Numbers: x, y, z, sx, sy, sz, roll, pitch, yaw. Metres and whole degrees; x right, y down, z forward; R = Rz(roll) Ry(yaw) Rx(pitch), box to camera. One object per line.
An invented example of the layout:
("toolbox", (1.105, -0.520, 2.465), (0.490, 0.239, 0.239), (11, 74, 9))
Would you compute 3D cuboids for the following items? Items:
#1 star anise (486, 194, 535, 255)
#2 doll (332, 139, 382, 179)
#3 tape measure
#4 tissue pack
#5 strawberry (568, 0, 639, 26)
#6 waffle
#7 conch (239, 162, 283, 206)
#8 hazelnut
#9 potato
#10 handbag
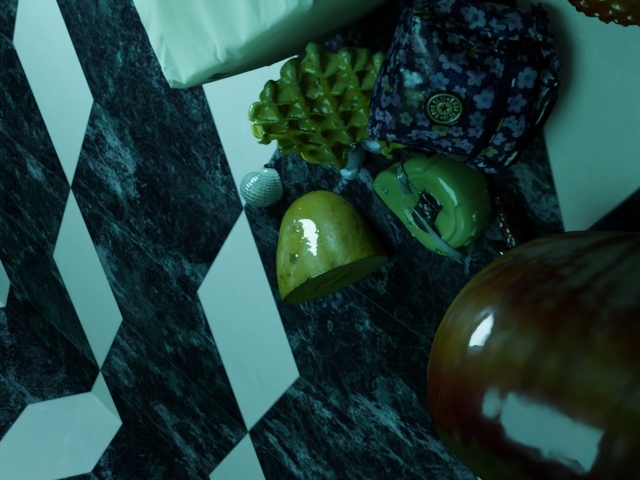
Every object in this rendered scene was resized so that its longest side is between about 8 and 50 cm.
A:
("star anise", (0.282, 0.056, 1.351), (0.212, 0.053, 0.157), (46, 144, 16))
("doll", (0.051, -0.162, 1.464), (0.120, 0.075, 0.179), (57, 147, -2))
("tape measure", (0.166, -0.058, 1.386), (0.177, 0.087, 0.154), (49, 145, 11))
("tissue pack", (-0.029, -0.355, 1.220), (0.380, 0.297, 0.207), (-17, 98, 58))
("strawberry", (0.275, -0.312, 1.021), (0.236, 0.106, 0.175), (29, 136, 39))
("waffle", (0.043, -0.179, 1.339), (0.250, 0.261, 0.056), (-40, 42, 48))
("conch", (-0.107, -0.091, 1.754), (0.076, 0.056, 0.085), (37, 144, 9))
("hazelnut", (0.322, 0.170, 1.131), (0.409, 0.359, 0.359), (15, 129, 27))
("potato", (0.000, 0.000, 1.596), (0.203, 0.178, 0.158), (114, 137, -67))
("handbag", (0.173, -0.182, 1.183), (0.207, 0.127, 0.229), (15, 131, -5))
